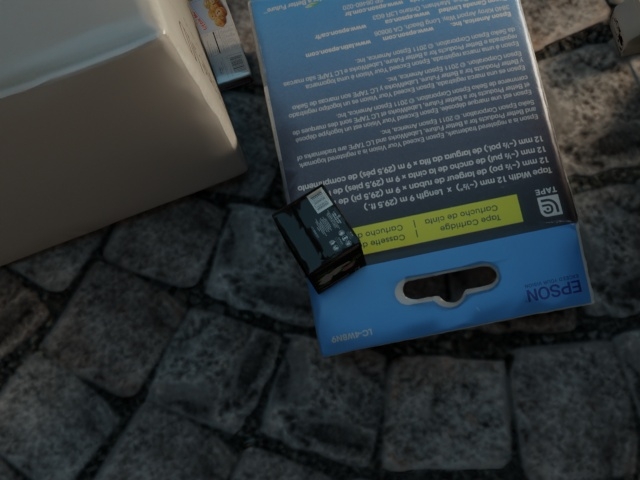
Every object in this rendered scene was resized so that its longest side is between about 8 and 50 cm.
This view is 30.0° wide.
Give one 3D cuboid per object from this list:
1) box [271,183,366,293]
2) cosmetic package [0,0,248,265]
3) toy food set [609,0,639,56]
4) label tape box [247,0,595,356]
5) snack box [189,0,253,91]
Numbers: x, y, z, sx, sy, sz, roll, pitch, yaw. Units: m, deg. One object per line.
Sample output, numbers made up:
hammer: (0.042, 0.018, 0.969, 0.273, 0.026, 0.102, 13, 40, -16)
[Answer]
box: (0.000, 0.000, 0.998, 0.052, 0.083, 0.062, -31, 75, -3)
cosmetic package: (-0.300, -0.224, 1.063, 0.327, 0.329, 0.393, -20, 73, 2)
toy food set: (0.338, -0.250, 1.150, 0.111, 0.104, 0.232, -14, 72, 0)
label tape box: (0.088, -0.076, 1.113, 0.249, 0.115, 0.347, -12, 77, 1)
snack box: (-0.125, -0.233, 1.221, 0.064, 0.022, 0.178, -19, 73, 0)
